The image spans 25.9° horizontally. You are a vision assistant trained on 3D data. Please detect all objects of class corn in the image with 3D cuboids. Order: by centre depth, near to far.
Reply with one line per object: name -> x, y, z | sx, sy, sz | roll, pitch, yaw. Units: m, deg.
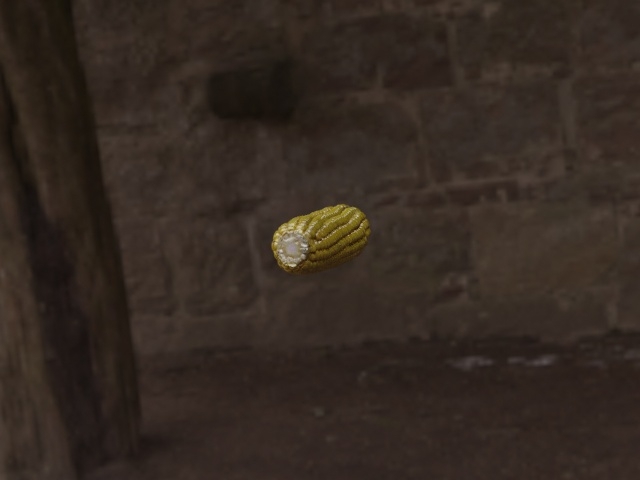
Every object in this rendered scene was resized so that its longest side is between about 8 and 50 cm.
corn -> 0.000, 0.000, 0.813 | 0.037, 0.037, 0.092 | -3, 5, 23
